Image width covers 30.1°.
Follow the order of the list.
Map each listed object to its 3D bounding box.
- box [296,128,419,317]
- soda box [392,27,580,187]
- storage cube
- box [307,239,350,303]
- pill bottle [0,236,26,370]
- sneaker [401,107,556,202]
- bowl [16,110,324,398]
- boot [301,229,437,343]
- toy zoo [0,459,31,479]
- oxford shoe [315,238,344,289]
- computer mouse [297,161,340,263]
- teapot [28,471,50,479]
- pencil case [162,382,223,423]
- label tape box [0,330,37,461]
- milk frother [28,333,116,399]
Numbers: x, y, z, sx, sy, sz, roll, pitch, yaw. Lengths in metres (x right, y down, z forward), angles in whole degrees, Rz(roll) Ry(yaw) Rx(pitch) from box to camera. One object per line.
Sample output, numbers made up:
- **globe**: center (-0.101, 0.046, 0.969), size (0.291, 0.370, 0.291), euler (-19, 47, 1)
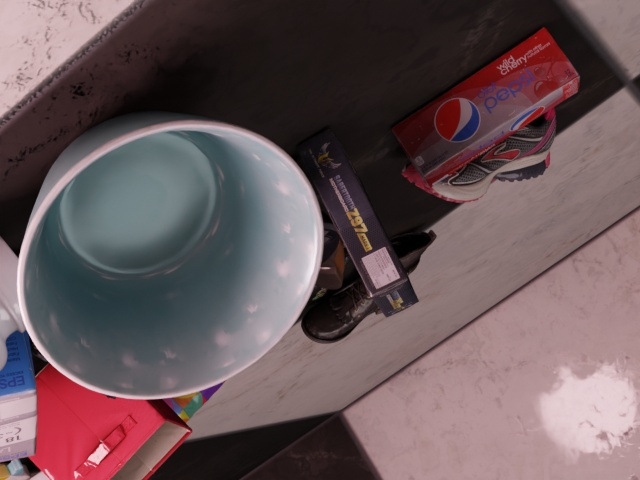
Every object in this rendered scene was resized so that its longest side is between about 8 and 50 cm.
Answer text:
- **box**: center (0.054, -0.019, 1.619), size (0.059, 0.232, 0.183), euler (-26, 164, 2)
- **soda box**: center (0.239, -0.189, 1.711), size (0.263, 0.092, 0.083), euler (-33, 165, 5)
- **storage cube**: center (-0.338, 0.280, 1.795), size (0.183, 0.193, 0.215), euler (-46, 167, -6)
- **box**: center (-0.051, 0.078, 2.072), size (0.184, 0.045, 0.190), euler (-25, 163, -31)
- **pill bottle**: center (-0.422, 0.109, 1.226), size (0.272, 0.152, 0.152), euler (-36, 166, -17)
- **sneaker**: center (0.248, -0.147, 1.859), size (0.299, 0.121, 0.112), euler (-22, 135, -36)
- **bowl**: center (-0.170, -0.008, 1.224), size (0.312, 0.163, 0.311), euler (-12, 122, -20)
- **boot**: center (0.090, 0.079, 2.304), size (0.263, 0.091, 0.229), euler (-27, 159, -28)
- **toy zoo**: center (-0.659, 0.479, 2.168), size (0.293, 0.030, 0.192), euler (-36, 164, 12)
- **oxford shoe**: center (0.000, 0.000, 1.911), size (0.076, 0.076, 0.212), euler (8, 154, 11)
- **computer mouse**: center (-0.060, -0.023, 1.713), size (0.188, 0.072, 0.272), euler (-42, 155, 8)
- **teapot**: center (-0.464, 0.515, 2.309), size (0.253, 0.187, 0.256), euler (-31, 174, -22)
- **pencil case**: center (-0.191, 0.202, 1.972), size (0.236, 0.104, 0.104), euler (-47, 170, -19)
- **label tape box**: center (-0.473, 0.223, 1.454), size (0.241, 0.105, 0.333), euler (-10, 154, -18)
- **milk frother**: center (-0.318, 0.123, 1.621), size (0.143, 0.129, 0.134), euler (42, 69, -45)
